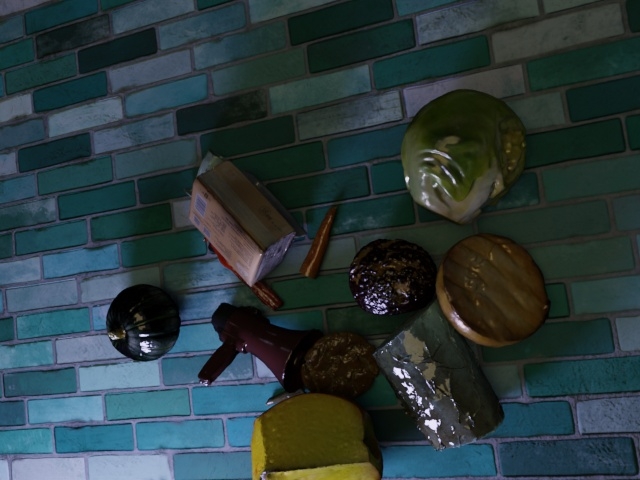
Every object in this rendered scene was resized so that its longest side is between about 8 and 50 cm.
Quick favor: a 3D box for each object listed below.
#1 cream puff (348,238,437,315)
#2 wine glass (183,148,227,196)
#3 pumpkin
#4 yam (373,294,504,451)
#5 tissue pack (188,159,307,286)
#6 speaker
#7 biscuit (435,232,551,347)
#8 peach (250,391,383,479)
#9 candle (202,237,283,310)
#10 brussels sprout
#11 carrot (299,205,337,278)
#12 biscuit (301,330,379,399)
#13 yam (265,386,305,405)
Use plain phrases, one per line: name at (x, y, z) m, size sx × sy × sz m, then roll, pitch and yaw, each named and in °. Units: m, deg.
cream puff at (0.189, 0.088, 1.499) m, size 0.239 × 0.239 × 0.164 m, roll 1°, pitch 114°, yaw 19°
wine glass at (-0.359, -0.204, 1.788) m, size 0.073 × 0.073 × 0.155 m, roll 39°, pitch 103°, yaw 16°
pumpkin at (-0.559, 0.259, 1.760) m, size 0.250 × 0.216 × 0.249 m, roll 13°, pitch 112°, yaw 37°
yam at (0.300, 0.343, 1.469) m, size 0.241 × 0.241 × 0.348 m, roll -33°, pitch 80°, yaw 14°
tissue pack at (-0.209, -0.066, 1.679) m, size 0.238 × 0.239 × 0.305 m, roll -47°, pitch 75°, yaw 11°
speaker at (-0.190, 0.328, 1.647) m, size 0.330 × 0.198 × 0.258 m, roll 15°, pitch 74°, yaw 26°
biscuit at (0.427, 0.125, 1.437) m, size 0.297 × 0.102 × 0.296 m, roll 6°, pitch 66°, yaw -13°
peach at (-0.031, 0.565, 1.539) m, size 0.381 × 0.306 × 0.242 m, roll -16°, pitch 49°, yaw 6°
candle at (-0.241, 0.096, 1.742) m, size 0.329 × 0.048 × 0.051 m, roll 43°, pitch 92°, yaw 15°
brussels sprout at (0.357, -0.212, 1.443) m, size 0.345 × 0.268 × 0.343 m, roll 1°, pitch 94°, yaw 14°
carrot at (0.000, 0.000, 1.668) m, size 0.057 × 0.057 × 0.224 m, roll 20°, pitch 91°, yaw 18°
biscuit at (0.058, 0.355, 1.585) m, size 0.226 × 0.042 × 0.225 m, roll -2°, pitch 104°, yaw -7°
yam at (-0.108, 0.459, 1.691) m, size 0.130 × 0.027 × 0.033 m, roll -23°, pitch 120°, yaw 14°
